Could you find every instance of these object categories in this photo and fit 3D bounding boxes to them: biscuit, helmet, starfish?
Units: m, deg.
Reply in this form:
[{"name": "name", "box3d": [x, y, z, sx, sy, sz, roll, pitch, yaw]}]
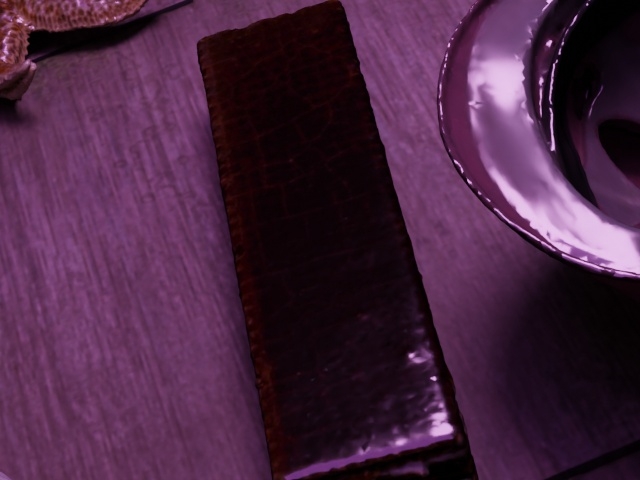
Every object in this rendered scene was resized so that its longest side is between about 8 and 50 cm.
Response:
[{"name": "biscuit", "box3d": [0.000, 0.000, 0.944, 0.107, 0.073, 0.388, -15, 47, 2]}, {"name": "helmet", "box3d": [0.249, -0.062, 0.836, 0.338, 0.197, 0.271, -21, 55, 10]}, {"name": "starfish", "box3d": [-0.246, -0.188, 1.193, 0.277, 0.062, 0.236, -12, 47, 10]}]

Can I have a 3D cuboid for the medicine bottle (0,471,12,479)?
[{"name": "medicine bottle", "box3d": [-0.149, 0.199, 0.767, 0.252, 0.144, 0.144, 30, 64, 32]}]
